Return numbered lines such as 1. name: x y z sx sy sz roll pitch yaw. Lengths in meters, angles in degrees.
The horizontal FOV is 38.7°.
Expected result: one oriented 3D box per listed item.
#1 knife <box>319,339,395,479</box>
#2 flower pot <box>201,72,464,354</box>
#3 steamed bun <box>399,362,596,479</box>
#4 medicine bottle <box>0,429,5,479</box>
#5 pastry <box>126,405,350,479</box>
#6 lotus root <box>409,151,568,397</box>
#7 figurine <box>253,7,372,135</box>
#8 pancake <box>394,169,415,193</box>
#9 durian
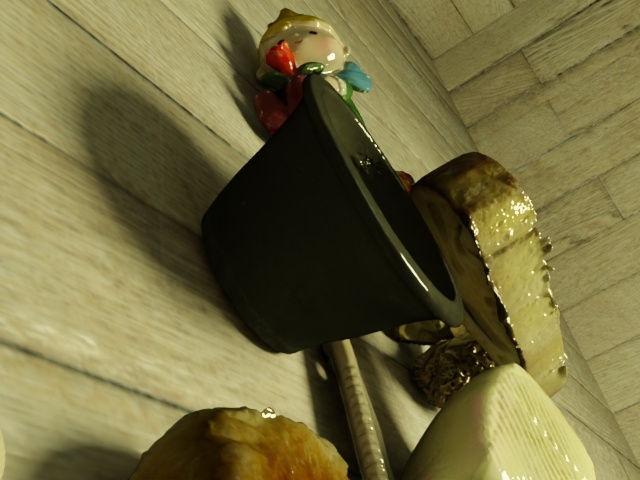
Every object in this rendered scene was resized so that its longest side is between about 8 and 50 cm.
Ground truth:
1. knife: 0.044 0.205 0.726 0.365 0.043 0.089 -107 -168 -45
2. flower pot: 0.000 0.000 0.753 0.235 0.148 0.235 53 15 -21
3. steamed bun: 0.146 0.226 0.803 0.170 0.152 0.239 50 27 0
4. medicine bottle: -0.150 0.111 0.193 0.114 0.114 0.252 55 17 -15
5. pastry: -0.028 0.179 0.462 0.182 0.093 0.192 41 21 -44
6. lotus root: 0.156 0.029 0.896 0.170 0.074 0.260 34 -26 46
7. figurine: -0.029 -0.202 1.096 0.185 0.127 0.234 19 52 -53
8. pancake: 0.196 0.091 1.311 0.305 0.067 0.426 43 21 -48
9. durian: 0.160 0.111 1.060 0.196 0.167 0.196 -6 90 -83
